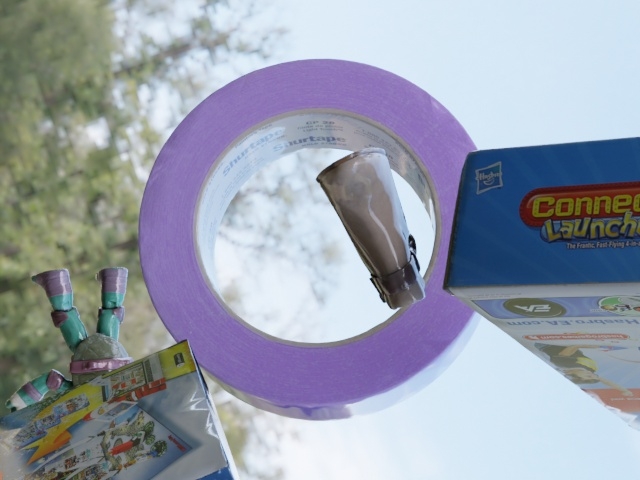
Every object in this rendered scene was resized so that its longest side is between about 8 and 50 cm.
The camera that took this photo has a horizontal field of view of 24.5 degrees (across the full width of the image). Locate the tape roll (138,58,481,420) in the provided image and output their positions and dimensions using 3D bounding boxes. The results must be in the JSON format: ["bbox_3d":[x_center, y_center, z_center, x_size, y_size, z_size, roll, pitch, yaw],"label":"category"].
[{"bbox_3d":[0.000,0.000,1.158,0.090,0.275,0.274,71,-5,-75],"label":"tape roll"}]

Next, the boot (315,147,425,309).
[{"bbox_3d":[0.034,-0.003,0.837,0.118,0.042,0.087,14,55,-81],"label":"boot"}]

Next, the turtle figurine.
[{"bbox_3d":[-0.268,0.150,1.721,0.118,0.175,0.234,-13,-101,42],"label":"turtle figurine"}]

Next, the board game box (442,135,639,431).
[{"bbox_3d":[0.277,0.035,0.846,0.302,0.308,0.086,35,59,-52],"label":"board game box"}]

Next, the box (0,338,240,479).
[{"bbox_3d":[-0.133,0.138,0.865,0.233,0.159,0.044,-128,-165,-74],"label":"box"}]
